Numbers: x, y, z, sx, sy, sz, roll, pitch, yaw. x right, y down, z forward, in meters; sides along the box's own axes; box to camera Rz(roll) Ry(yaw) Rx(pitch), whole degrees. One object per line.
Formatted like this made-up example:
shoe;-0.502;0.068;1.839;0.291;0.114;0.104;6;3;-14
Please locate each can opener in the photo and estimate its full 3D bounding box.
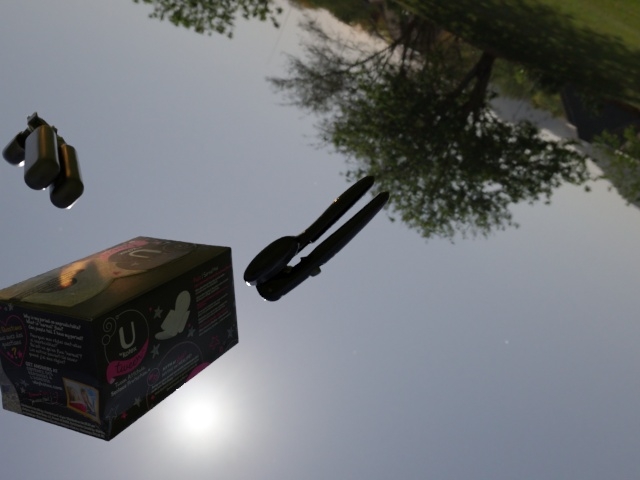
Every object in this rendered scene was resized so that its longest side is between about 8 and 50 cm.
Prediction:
can opener;0.000;0.000;0.656;0.059;0.186;0.073;54;177;0
can opener;-0.395;-0.107;0.837;0.076;0.095;0.283;45;-179;-35

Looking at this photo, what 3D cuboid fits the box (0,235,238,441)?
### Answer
box;-0.232;0.094;0.706;0.163;0.142;0.247;7;-163;24
